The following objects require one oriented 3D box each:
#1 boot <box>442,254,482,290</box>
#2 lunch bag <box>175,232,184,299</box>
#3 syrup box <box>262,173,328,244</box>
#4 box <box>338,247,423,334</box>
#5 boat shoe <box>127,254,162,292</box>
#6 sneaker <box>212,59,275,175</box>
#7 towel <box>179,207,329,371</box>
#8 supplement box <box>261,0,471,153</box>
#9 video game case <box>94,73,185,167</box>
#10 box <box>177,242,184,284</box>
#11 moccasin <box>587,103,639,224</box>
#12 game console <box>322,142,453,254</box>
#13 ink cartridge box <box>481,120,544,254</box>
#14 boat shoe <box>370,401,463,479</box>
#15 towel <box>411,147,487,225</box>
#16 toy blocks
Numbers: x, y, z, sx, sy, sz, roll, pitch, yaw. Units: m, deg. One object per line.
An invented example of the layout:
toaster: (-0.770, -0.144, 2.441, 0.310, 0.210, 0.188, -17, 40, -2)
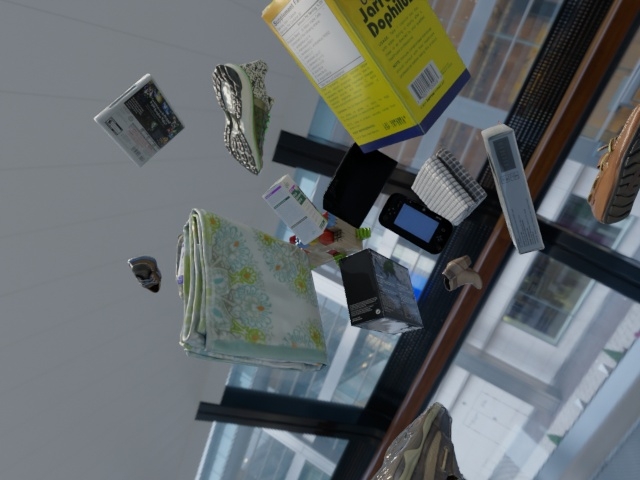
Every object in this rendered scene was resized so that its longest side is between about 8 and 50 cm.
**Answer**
boot: (0.349, 0.096, 1.064, 0.087, 0.119, 0.042, -37, 20, -14)
lunch bag: (-0.392, 0.096, 1.642, 0.213, 0.304, 0.256, -63, -20, -52)
syrup box: (-0.088, -0.111, 1.534, 0.096, 0.237, 0.093, -33, 14, 26)
box: (0.169, 0.147, 1.165, 0.261, 0.103, 0.185, 26, -130, -52)
boat shoe: (-0.481, 0.097, 1.199, 0.066, 0.066, 0.183, -18, -21, -8)
sneaker: (-0.204, -0.384, 1.364, 0.182, 0.158, 0.411, -38, -28, -27)
towel: (-0.137, 0.118, 0.958, 0.090, 0.321, 0.374, -31, -37, 31)
supplement box: (0.095, -0.385, 0.847, 0.195, 0.357, 0.194, -50, 23, -22)
video game case: (-0.458, -0.304, 1.108, 0.173, 0.022, 0.190, -47, -25, -13)
box: (-0.378, 0.073, 1.345, 0.072, 0.126, 0.137, 22, -113, -50)
moccasin: (0.867, -0.225, 1.228, 0.380, 0.139, 0.147, 72, -178, -45)
game console: (0.198, -0.099, 1.168, 0.213, 0.361, 0.044, -60, 1, 7)
ink cartridge box: (0.444, -0.137, 1.013, 0.239, 0.060, 0.275, -56, -54, -66)
boat shoe: (0.202, 0.449, 0.843, 0.132, 0.130, 0.355, -54, -19, 26)
towel: (0.475, -0.187, 1.585, 0.121, 0.235, 0.284, -36, -13, -6)
toy blocks: (0.000, 0.000, 1.950, 0.260, 0.381, 0.191, 26, -128, -40)
